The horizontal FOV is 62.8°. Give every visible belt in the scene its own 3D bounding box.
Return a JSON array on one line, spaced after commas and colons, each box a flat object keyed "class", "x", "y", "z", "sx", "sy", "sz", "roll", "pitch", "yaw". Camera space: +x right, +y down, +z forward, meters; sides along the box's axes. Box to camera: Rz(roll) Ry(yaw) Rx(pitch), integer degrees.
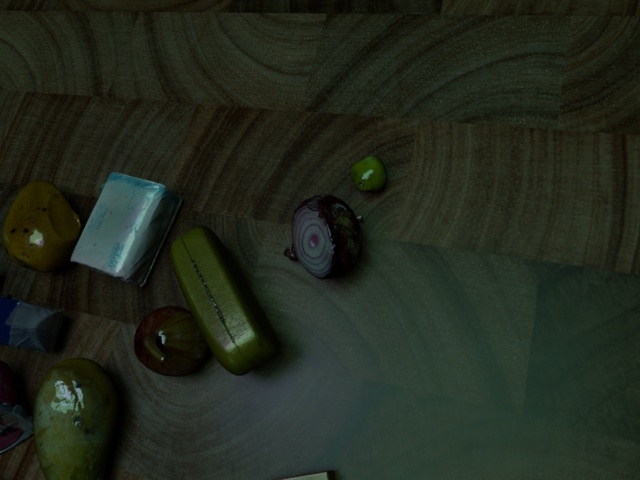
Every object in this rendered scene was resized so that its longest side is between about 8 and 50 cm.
[{"class": "belt", "x": -0.824, "y": 0.191, "z": 1.292, "sx": 0.212, "sy": 0.346, "sz": 0.117, "roll": -7, "pitch": 66, "yaw": 41}]

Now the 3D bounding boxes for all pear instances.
[{"class": "pear", "x": 0.124, "y": -0.163, "z": 1.298, "sx": 0.092, "sy": 0.092, "sz": 0.097, "roll": 34, "pitch": 66, "yaw": 23}]

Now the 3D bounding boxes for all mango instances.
[{"class": "mango", "x": -0.787, "y": -0.039, "z": 1.466, "sx": 0.190, "sy": 0.160, "sz": 0.291, "roll": -27, "pitch": 62, "yaw": 14}, {"class": "mango", "x": -0.574, "y": 0.445, "z": 1.236, "sx": 0.176, "sy": 0.175, "sz": 0.330, "roll": 1, "pitch": 90, "yaw": 48}]

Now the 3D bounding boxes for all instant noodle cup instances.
[{"class": "instant noodle cup", "x": -0.862, "y": 0.405, "z": 1.292, "sx": 0.258, "sy": 0.302, "sz": 0.182, "roll": -52, "pitch": 46, "yaw": 27}]

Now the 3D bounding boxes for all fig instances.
[{"class": "fig", "x": -0.365, "y": 0.233, "z": 1.221, "sx": 0.174, "sy": 0.207, "sz": 0.175, "roll": -5, "pitch": 76, "yaw": 19}]

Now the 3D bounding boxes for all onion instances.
[{"class": "onion", "x": 0.000, "y": 0.000, "z": 1.250, "sx": 0.218, "sy": 0.139, "sz": 0.195, "roll": -34, "pitch": 81, "yaw": 48}]

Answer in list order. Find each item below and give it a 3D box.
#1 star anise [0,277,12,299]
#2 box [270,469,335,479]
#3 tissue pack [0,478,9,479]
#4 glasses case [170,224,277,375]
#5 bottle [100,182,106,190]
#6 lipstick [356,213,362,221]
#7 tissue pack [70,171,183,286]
[{"class": "star anise", "x": -1.001, "y": 0.201, "z": 1.459, "sx": 0.331, "sy": 0.118, "sz": 0.332, "roll": -2, "pitch": 74, "yaw": 6}, {"class": "box", "x": -0.031, "y": 0.608, "z": 1.070, "sx": 0.152, "sy": 0.070, "sz": 0.238, "roll": -14, "pitch": 69, "yaw": 10}, {"class": "tissue pack", "x": -0.879, "y": 0.599, "z": 1.201, "sx": 0.214, "sy": 0.257, "sz": 0.123, "roll": -2, "pitch": 73, "yaw": 16}, {"class": "glasses case", "x": -0.236, "y": 0.145, "z": 1.233, "sx": 0.141, "sy": 0.173, "sz": 0.371, "roll": -34, "pitch": 63, "yaw": 1}, {"class": "bottle", "x": -0.604, "y": -0.133, "z": 1.514, "sx": 0.030, "sy": 0.030, "sz": 0.083, "roll": -44, "pitch": 65, "yaw": -3}, {"class": "lipstick", "x": 0.058, "y": -0.044, "z": 1.305, "sx": 0.094, "sy": 0.019, "sz": 0.019, "roll": -16, "pitch": 67, "yaw": 9}, {"class": "tissue pack", "x": -0.519, "y": -0.033, "z": 1.406, "sx": 0.201, "sy": 0.124, "sz": 0.271, "roll": 14, "pitch": 76, "yaw": 23}]
